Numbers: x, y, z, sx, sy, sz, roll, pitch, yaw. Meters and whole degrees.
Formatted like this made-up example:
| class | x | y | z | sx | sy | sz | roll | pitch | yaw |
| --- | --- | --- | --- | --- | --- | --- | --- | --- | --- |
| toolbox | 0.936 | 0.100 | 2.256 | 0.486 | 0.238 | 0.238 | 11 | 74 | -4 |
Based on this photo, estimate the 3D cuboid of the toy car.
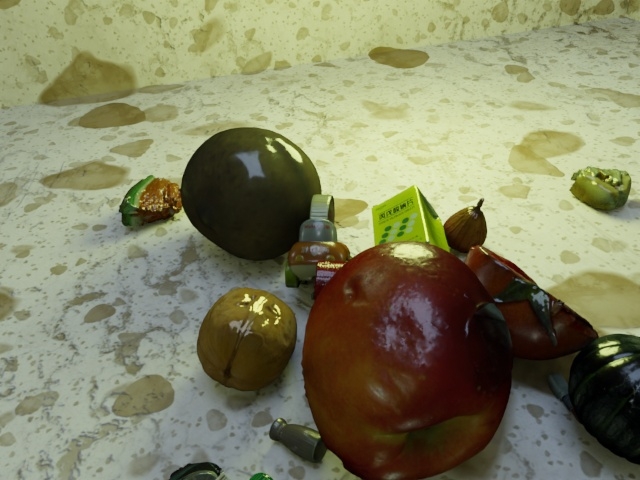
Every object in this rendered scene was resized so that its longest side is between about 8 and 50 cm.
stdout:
| class | x | y | z | sx | sy | sz | roll | pitch | yaw |
| --- | --- | --- | --- | --- | --- | --- | --- | --- | --- |
| toy car | 0.000 | 0.000 | 1.424 | 0.145 | 0.235 | 0.235 | 1 | 35 | 7 |

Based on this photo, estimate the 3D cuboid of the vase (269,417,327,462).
| class | x | y | z | sx | sy | sz | roll | pitch | yaw |
| --- | --- | --- | --- | --- | --- | --- | --- | --- | --- |
| vase | -0.040 | 0.354 | 1.094 | 0.101 | 0.053 | 0.053 | 15 | 39 | 31 |

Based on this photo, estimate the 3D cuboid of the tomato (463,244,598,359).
| class | x | y | z | sx | sy | sz | roll | pitch | yaw |
| --- | --- | --- | --- | --- | --- | --- | --- | --- | --- |
| tomato | 0.382 | 0.150 | 1.221 | 0.170 | 0.309 | 0.309 | -50 | 40 | 8 |

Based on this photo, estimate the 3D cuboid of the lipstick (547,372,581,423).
| class | x | y | z | sx | sy | sz | roll | pitch | yaw |
| --- | --- | --- | --- | --- | --- | --- | --- | --- | --- |
| lipstick | 0.464 | 0.298 | 1.148 | 0.025 | 0.025 | 0.107 | -10 | 40 | -9 |

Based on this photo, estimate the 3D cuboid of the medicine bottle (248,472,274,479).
| class | x | y | z | sx | sy | sz | roll | pitch | yaw |
| --- | --- | --- | --- | --- | --- | --- | --- | --- | --- |
| medicine bottle | -0.175 | 0.471 | 0.914 | 0.111 | 0.076 | 0.309 | 46 | 45 | 7 |

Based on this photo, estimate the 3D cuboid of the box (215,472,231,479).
| class | x | y | z | sx | sy | sz | roll | pitch | yaw |
| --- | --- | --- | --- | --- | --- | --- | --- | --- | --- |
| box | -0.113 | 0.451 | 0.891 | 0.198 | 0.029 | 0.109 | 45 | 46 | 7 |

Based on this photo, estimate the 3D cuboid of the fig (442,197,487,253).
| class | x | y | z | sx | sy | sz | roll | pitch | yaw |
| --- | --- | --- | --- | --- | --- | --- | --- | --- | --- |
| fig | 0.361 | -0.041 | 1.545 | 0.119 | 0.153 | 0.119 | -11 | 39 | 9 |

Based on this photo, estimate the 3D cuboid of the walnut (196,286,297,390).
| class | x | y | z | sx | sy | sz | roll | pitch | yaw |
| --- | --- | --- | --- | --- | --- | --- | --- | --- | --- |
| walnut | -0.147 | 0.194 | 1.229 | 0.193 | 0.193 | 0.225 | 1 | 31 | 7 |

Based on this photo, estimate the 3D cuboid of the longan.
| class | x | y | z | sx | sy | sz | roll | pitch | yaw |
| --- | --- | --- | --- | --- | --- | --- | --- | --- | --- |
| longan | -0.180 | -0.117 | 1.562 | 0.361 | 0.360 | 0.361 | -3 | 35 | 2 |

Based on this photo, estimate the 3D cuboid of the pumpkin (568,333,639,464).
| class | x | y | z | sx | sy | sz | roll | pitch | yaw |
| --- | --- | --- | --- | --- | --- | --- | --- | --- | --- |
| pumpkin | 0.558 | 0.257 | 1.040 | 0.250 | 0.216 | 0.250 | 20 | 26 | -10 |

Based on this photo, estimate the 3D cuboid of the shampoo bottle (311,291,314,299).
| class | x | y | z | sx | sy | sz | roll | pitch | yaw |
| --- | --- | --- | --- | --- | --- | --- | --- | --- | --- |
| shampoo bottle | 0.049 | 0.141 | 1.399 | 0.152 | 0.045 | 0.077 | 10 | 39 | 16 |

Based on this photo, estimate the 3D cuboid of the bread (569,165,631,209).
| class | x | y | z | sx | sy | sz | roll | pitch | yaw |
| --- | --- | --- | --- | --- | --- | --- | --- | --- | --- |
| bread | 0.775 | -0.133 | 1.688 | 0.156 | 0.103 | 0.110 | 0 | 46 | 15 |

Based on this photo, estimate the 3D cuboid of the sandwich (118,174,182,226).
| class | x | y | z | sx | sy | sz | roll | pitch | yaw |
| --- | --- | --- | --- | --- | --- | --- | --- | --- | --- |
| sandwich | -0.482 | -0.100 | 1.762 | 0.160 | 0.109 | 0.184 | 19 | 34 | -2 |

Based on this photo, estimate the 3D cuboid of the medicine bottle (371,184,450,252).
| class | x | y | z | sx | sy | sz | roll | pitch | yaw |
| --- | --- | --- | --- | --- | --- | --- | --- | --- | --- |
| medicine bottle | 0.216 | 0.001 | 1.472 | 0.137 | 0.141 | 0.250 | -30 | 31 | 21 |

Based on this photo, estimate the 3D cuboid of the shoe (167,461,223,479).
| class | x | y | z | sx | sy | sz | roll | pitch | yaw |
| --- | --- | --- | --- | --- | --- | --- | --- | --- | --- |
| shoe | -0.232 | 0.413 | 1.016 | 0.169 | 0.071 | 0.099 | -26 | 7 | 7 |

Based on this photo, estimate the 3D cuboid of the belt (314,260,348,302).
| class | x | y | z | sx | sy | sz | roll | pitch | yaw |
| --- | --- | --- | --- | --- | --- | --- | --- | --- | --- |
| belt | 0.049 | 0.142 | 1.271 | 0.124 | 0.200 | 0.128 | 2 | 9 | 5 |

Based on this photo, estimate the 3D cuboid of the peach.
| class | x | y | z | sx | sy | sz | roll | pitch | yaw |
| --- | --- | --- | --- | --- | --- | --- | --- | --- | --- |
| peach | 0.159 | 0.189 | 1.027 | 0.310 | 0.335 | 0.405 | -30 | 36 | 40 |
